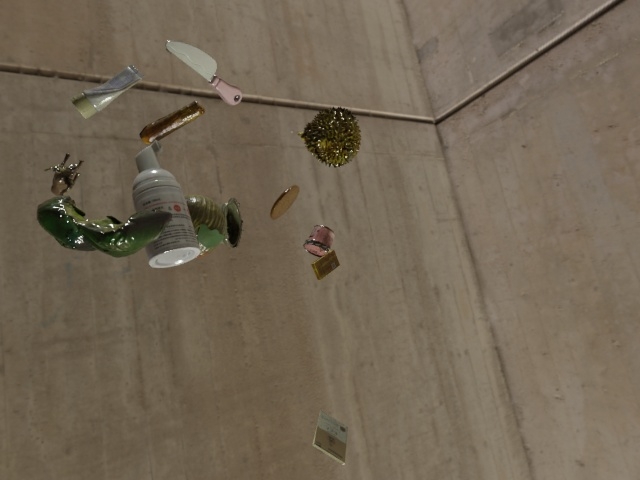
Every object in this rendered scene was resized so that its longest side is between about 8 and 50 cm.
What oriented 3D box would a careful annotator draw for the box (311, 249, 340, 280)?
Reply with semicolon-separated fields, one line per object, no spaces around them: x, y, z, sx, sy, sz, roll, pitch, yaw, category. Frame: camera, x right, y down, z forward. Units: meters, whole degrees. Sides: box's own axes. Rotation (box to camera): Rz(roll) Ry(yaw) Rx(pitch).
0.025;0.111;1.944;0.022;0.156;0.089;-9;-71;43;box

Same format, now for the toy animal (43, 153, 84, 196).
-0.889;-0.218;1.466;0.214;0.093;0.186;-43;-152;39;toy animal

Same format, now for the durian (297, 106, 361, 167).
0.050;-0.449;1.843;0.293;0.258;0.258;-8;-94;52;durian

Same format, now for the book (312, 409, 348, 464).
0.042;0.755;1.631;0.016;0.138;0.199;-57;-178;16;book

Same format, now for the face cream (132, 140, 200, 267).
-0.472;-0.115;1.238;0.145;0.145;0.370;-43;-117;51;face cream

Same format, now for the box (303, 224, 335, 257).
0.000;0.000;2.221;0.151;0.151;0.135;-16;-132;57;box

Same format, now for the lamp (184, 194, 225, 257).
-0.495;-0.067;1.590;0.250;0.284;0.250;-19;-131;24;lamp

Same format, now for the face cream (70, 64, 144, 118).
-0.667;-0.474;1.334;0.114;0.224;0.070;43;-15;32;face cream

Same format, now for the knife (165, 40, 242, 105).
-0.367;-0.558;1.394;0.043;0.336;0.081;41;-85;29;knife

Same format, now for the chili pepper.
-0.452;-0.020;0.853;0.264;0.148;0.116;12;-70;14;chili pepper

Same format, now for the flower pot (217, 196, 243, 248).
-0.593;-0.095;2.364;0.290;0.259;0.291;-1;90;-81;flower pot

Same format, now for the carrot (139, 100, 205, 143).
-0.552;-0.439;1.571;0.260;0.070;0.070;-24;-114;10;carrot

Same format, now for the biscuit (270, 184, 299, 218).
-0.220;-0.235;2.562;0.037;0.262;0.262;40;-47;10;biscuit
